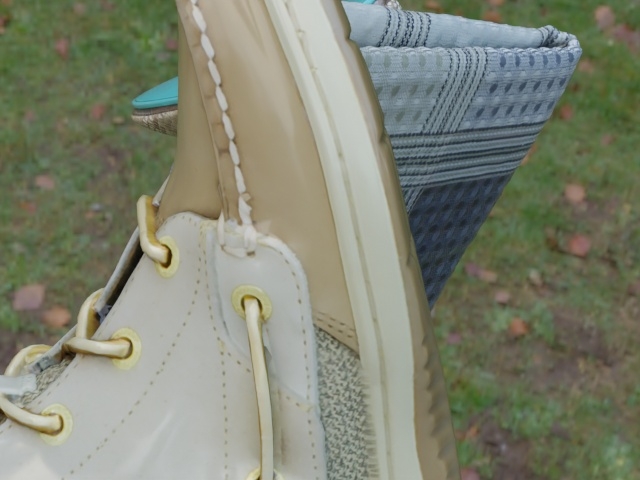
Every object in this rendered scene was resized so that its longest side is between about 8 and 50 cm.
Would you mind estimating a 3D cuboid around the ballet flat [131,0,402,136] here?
[{"bbox_3d":[-0.030,-0.092,0.874,0.206,0.067,0.073,-17,24,35],"label":"ballet flat"}]

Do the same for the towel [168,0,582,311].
[{"bbox_3d":[0.000,0.000,0.845,0.056,0.312,0.324,42,29,26],"label":"towel"}]

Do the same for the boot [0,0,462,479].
[{"bbox_3d":[-0.071,0.037,0.380,0.203,0.262,0.095,-12,18,2],"label":"boot"}]
